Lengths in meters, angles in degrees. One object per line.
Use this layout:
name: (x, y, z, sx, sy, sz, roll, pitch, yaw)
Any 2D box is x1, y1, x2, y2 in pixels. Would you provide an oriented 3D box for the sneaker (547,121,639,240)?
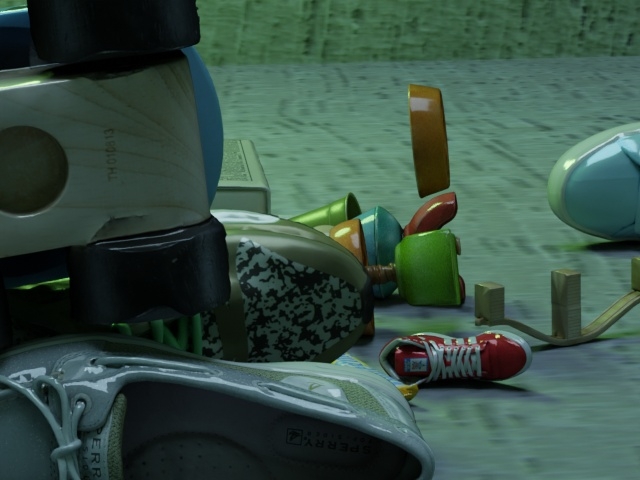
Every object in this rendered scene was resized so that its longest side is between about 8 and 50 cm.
sneaker: (0.427, -0.056, 2.021, 0.366, 0.135, 0.150, -3, 9, -8)

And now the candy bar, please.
candy bar: (0.028, 0.105, 1.528, 0.040, 0.018, 0.161, -6, 12, -23)

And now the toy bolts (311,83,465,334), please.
toy bolts: (0.042, -0.019, 1.746, 0.158, 0.218, 0.228, -5, -7, 6)

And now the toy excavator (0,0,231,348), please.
toy excavator: (-0.298, -0.060, 1.344, 0.433, 0.222, 0.445, -10, 11, -12)

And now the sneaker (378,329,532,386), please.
sneaker: (0.102, 0.093, 1.517, 0.118, 0.042, 0.067, -2, 5, 37)

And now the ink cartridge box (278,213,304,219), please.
ink cartridge box: (-0.018, -0.002, 1.980, 0.083, 0.048, 0.028, -2, 11, -9)

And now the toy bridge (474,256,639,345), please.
toy bridge: (0.209, 0.056, 1.643, 0.188, 0.063, 0.026, -9, 14, -29)

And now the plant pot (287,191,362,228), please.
plant pot: (0.000, 0.000, 1.928, 0.079, 0.083, 0.083, -11, 9, 13)

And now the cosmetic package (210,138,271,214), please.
cosmetic package: (-0.129, -0.014, 1.845, 0.153, 0.129, 0.296, 0, 11, -4)

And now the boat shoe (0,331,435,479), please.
boat shoe: (-0.091, 0.125, 1.195, 0.320, 0.118, 0.103, 5, 6, -9)

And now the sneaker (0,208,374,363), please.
sneaker: (-0.155, 0.090, 1.364, 0.410, 0.158, 0.182, -9, 23, -8)
